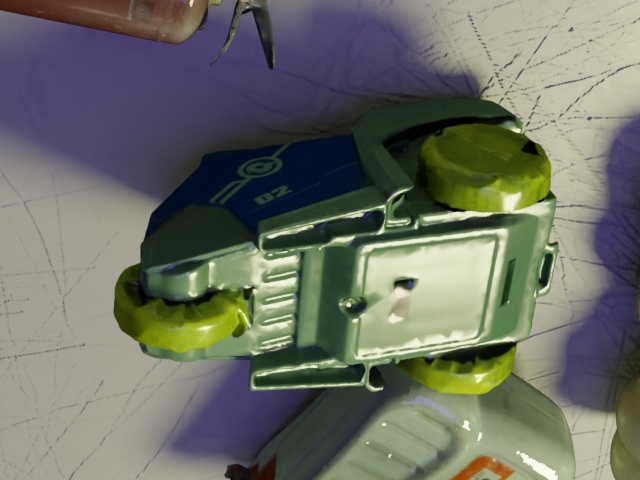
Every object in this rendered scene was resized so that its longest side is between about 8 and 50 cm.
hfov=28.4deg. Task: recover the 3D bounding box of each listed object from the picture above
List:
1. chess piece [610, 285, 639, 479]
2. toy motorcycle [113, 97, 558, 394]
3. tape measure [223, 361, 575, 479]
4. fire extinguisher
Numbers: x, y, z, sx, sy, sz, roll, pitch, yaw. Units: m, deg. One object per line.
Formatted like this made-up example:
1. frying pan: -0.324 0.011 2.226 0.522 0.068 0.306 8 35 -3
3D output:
1. chess piece: 0.333 0.077 1.053 0.167 0.167 0.300 -6 119 -3
2. toy motorcycle: 0.000 0.000 0.945 0.326 0.200 0.191 -5 124 -17
3. tape measure: 0.078 0.197 1.112 0.246 0.125 0.243 30 121 -21
4. fire extinguisher: -0.157 -0.184 0.849 0.268 0.105 0.105 10 121 -14
